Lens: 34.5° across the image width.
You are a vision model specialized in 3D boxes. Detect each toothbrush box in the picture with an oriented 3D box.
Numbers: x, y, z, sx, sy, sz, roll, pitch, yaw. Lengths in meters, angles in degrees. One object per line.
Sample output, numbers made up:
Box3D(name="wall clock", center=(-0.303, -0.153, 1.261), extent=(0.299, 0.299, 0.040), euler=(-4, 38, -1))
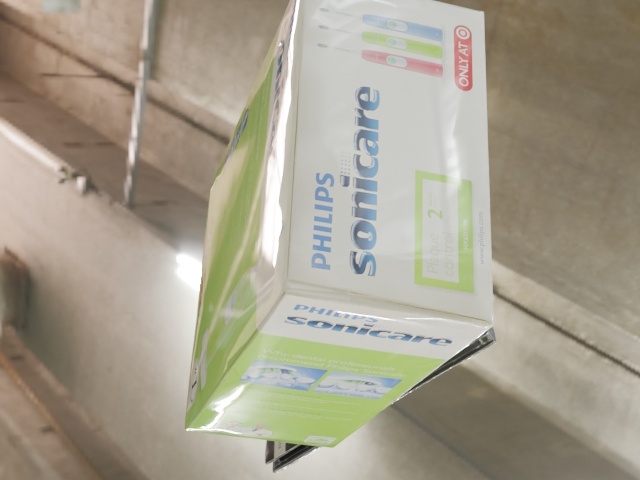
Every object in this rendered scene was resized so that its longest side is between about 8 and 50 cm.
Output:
Box3D(name="toothbrush box", center=(0.000, 0.000, 0.678), extent=(0.283, 0.122, 0.206), euler=(122, -26, -60))

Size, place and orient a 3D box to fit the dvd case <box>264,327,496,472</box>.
Box3D(name="dvd case", center=(0.044, 0.091, 0.891), extent=(0.221, 0.018, 0.165), euler=(-33, -154, 17))
